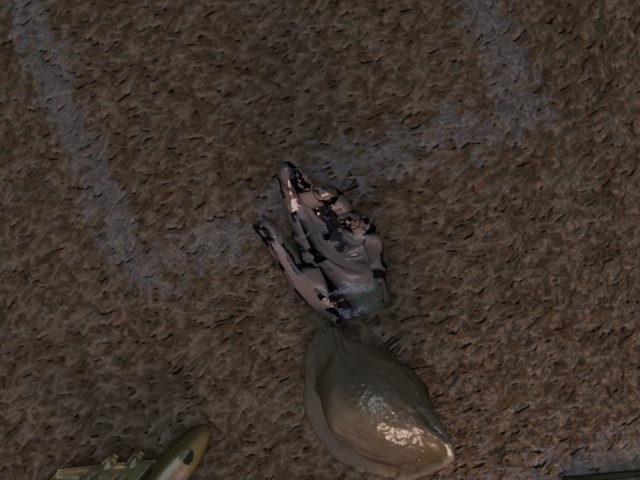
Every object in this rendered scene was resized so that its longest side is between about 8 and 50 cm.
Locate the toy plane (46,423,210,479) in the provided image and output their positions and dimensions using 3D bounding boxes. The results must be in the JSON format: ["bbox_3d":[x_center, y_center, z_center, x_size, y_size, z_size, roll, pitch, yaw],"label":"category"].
[{"bbox_3d":[-0.219,0.329,1.584,0.229,0.092,0.244,41,91,-11],"label":"toy plane"}]

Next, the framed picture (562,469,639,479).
[{"bbox_3d":[0.460,0.395,1.577,0.296,0.019,0.232,-7,85,3],"label":"framed picture"}]

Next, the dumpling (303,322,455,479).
[{"bbox_3d":[0.063,0.218,1.566,0.216,0.126,0.166,25,125,0],"label":"dumpling"}]

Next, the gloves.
[{"bbox_3d":[0.005,-0.002,1.591,0.127,0.111,0.212,-24,88,27],"label":"gloves"}]
